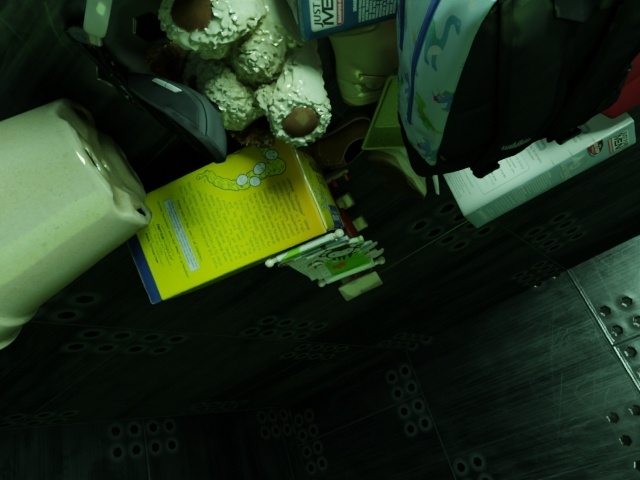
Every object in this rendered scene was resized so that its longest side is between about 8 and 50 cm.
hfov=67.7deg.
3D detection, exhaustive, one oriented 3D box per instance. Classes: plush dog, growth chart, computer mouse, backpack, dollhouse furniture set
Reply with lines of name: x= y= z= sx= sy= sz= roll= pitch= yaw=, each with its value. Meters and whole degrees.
plush dog: x=-0.117 y=-0.253 z=0.705 sx=0.262 sy=0.210 sz=0.225 roll=40 pitch=137 yaw=-26
growth chart: x=0.024 y=0.035 z=0.906 sx=0.172 sy=0.021 sz=0.237 roll=-25 pitch=155 yaw=17
computer mouse: x=-0.224 y=-0.213 z=0.641 sx=0.060 sy=0.262 sz=0.184 roll=-50 pitch=150 yaw=-9
backpack: x=0.199 y=-0.230 z=0.477 sx=0.290 sy=0.273 sz=0.355 roll=-21 pitch=177 yaw=10
dollhouse furniture set: x=0.058 y=-0.042 z=1.092 sx=0.135 sy=0.262 sz=0.259 roll=-26 pitch=119 yaw=13

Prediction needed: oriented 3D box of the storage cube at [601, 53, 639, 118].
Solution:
storage cube: x=0.518 y=-0.358 z=0.829 sx=0.184 sy=0.215 sz=0.193 roll=2 pitch=152 yaw=-35

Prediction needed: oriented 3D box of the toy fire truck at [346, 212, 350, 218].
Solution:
toy fire truck: x=0.000 y=0.000 z=1.326 sx=0.192 sy=0.047 sz=0.135 roll=-18 pitch=152 yaw=1

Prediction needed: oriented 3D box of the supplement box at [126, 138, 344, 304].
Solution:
supplement box: x=-0.163 y=-0.042 z=0.921 sx=0.357 sy=0.195 sz=0.194 roll=-22 pitch=178 yaw=11

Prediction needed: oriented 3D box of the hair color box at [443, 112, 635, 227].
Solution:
hair color box: x=0.473 y=-0.207 z=1.090 sx=0.374 sy=0.185 sz=0.114 roll=-32 pitch=149 yaw=23

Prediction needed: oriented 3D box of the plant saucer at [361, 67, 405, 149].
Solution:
plant saucer: x=0.175 y=-0.232 z=0.819 sx=0.188 sy=0.045 sz=0.188 roll=-5 pitch=156 yaw=-12

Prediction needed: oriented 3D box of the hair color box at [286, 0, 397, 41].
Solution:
hair color box: x=0.116 y=-0.378 z=0.578 sx=0.347 sy=0.173 sz=0.105 roll=-16 pitch=154 yaw=-5

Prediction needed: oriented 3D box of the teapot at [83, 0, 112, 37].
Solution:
teapot: x=-0.175 y=-0.329 z=0.421 sx=0.253 sy=0.187 sz=0.256 roll=-4 pitch=161 yaw=14

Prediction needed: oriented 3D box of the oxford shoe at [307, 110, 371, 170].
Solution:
oxford shoe: x=0.021 y=-0.177 z=0.992 sx=0.212 sy=0.076 sz=0.076 roll=-33 pitch=151 yaw=29

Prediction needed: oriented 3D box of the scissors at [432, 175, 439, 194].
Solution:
scissors: x=0.232 y=-0.214 z=1.003 sx=0.021 sy=0.109 sz=0.297 roll=9 pitch=157 yaw=32

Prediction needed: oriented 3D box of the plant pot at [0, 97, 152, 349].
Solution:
plant pot: x=-0.450 y=-0.048 z=0.725 sx=0.306 sy=0.333 sz=0.334 roll=-30 pitch=152 yaw=-2

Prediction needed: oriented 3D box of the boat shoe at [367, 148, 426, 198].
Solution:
boat shoe: x=0.187 y=-0.171 z=1.060 sx=0.302 sy=0.109 sz=0.098 roll=28 pitch=83 yaw=-65

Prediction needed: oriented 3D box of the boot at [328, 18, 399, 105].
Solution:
boot: x=0.135 y=-0.338 z=0.754 sx=0.262 sy=0.095 sz=0.203 roll=-18 pitch=151 yaw=7
